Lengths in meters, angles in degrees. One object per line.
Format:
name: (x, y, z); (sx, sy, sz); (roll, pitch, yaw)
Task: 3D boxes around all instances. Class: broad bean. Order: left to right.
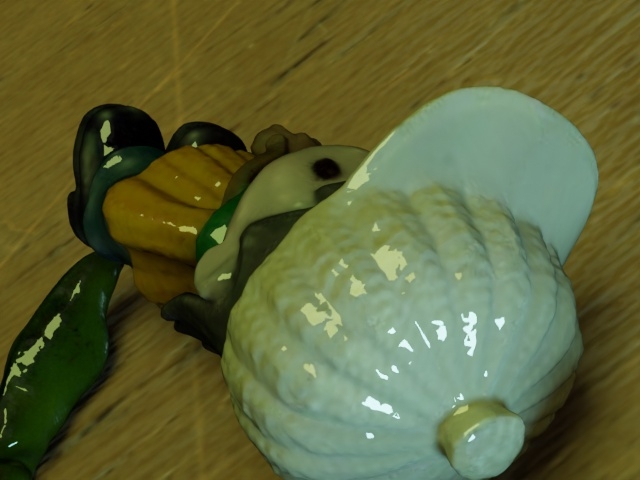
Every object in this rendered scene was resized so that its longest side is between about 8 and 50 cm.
broad bean: (-0.163, 0.094, 0.948); (0.061, 0.046, 0.195); (2, 59, 16)

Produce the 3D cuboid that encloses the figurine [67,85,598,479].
figurine: (-0.009, 0.028, 0.851); (0.332, 0.185, 0.204); (1, 86, 52)
